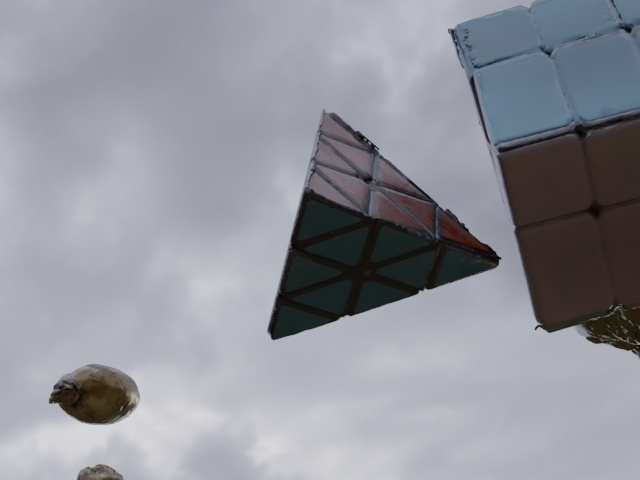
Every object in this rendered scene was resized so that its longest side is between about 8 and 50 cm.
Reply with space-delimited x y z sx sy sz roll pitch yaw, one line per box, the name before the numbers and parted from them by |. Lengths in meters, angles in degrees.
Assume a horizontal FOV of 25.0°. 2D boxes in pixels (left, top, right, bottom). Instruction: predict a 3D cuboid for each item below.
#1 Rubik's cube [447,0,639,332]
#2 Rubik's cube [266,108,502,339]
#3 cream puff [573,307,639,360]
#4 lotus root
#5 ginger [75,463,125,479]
Rubik's cube | 0.265 -0.087 1.321 0.225 0.231 0.221 -16 -51 6
Rubik's cube | 0.000 0.000 1.243 0.211 0.190 0.178 23 -63 -33
cream puff | 0.485 0.101 1.939 0.270 0.274 0.323 -13 -15 -13
lotus root | -0.237 0.164 1.527 0.072 0.063 0.152 -18 -16 24
ginger | -0.217 0.287 1.449 0.074 0.137 0.213 -15 -31 -3
